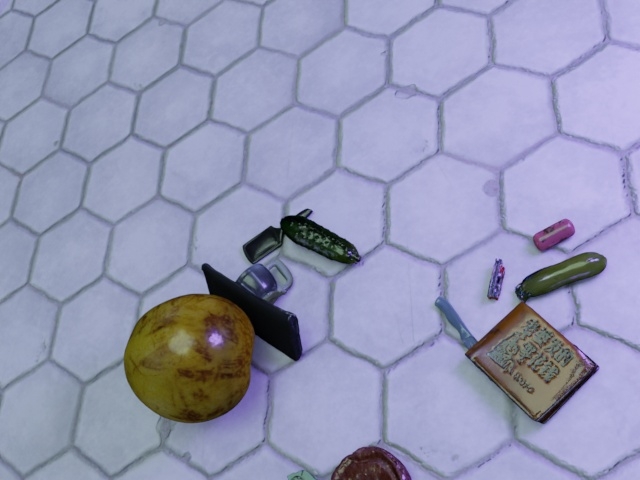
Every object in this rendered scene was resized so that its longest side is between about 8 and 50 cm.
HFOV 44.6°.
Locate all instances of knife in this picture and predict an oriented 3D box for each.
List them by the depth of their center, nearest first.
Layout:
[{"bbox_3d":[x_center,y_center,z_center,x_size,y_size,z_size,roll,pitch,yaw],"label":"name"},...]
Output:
[{"bbox_3d":[0.289,0.191,1.545,0.028,0.015,0.210,-33,56,-1],"label":"knife"}]

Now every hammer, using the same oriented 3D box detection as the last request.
[{"bbox_3d":[0.464,-0.012,1.552,0.083,0.043,0.043,-30,56,11],"label":"hammer"}]

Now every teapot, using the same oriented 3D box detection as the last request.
[{"bbox_3d":[-0.125,0.100,1.748,0.091,0.092,0.124,43,92,21],"label":"teapot"}]

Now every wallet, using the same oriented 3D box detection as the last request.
[{"bbox_3d":[0.392,0.222,1.452,0.161,0.042,0.195,-42,57,-4],"label":"wallet"},{"bbox_3d":[-0.152,0.155,1.702,0.285,0.146,0.030,28,51,33],"label":"wallet"}]

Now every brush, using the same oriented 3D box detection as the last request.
[{"bbox_3d":[-0.099,-0.018,1.838,0.193,0.016,0.063,-35,62,5],"label":"brush"}]

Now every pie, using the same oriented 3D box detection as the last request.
[{"bbox_3d":[0.092,0.479,1.465,0.182,0.049,0.182,-14,59,25],"label":"pie"}]

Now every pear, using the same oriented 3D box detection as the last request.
[{"bbox_3d":[-0.270,0.244,1.630,0.281,0.281,0.280,-11,60,20],"label":"pear"}]

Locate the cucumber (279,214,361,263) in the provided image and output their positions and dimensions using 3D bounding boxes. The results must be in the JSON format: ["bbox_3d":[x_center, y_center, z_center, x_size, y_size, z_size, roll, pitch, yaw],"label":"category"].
[{"bbox_3d":[0.000,0.000,1.755,0.227,0.069,0.069,27,78,28],"label":"cucumber"}]

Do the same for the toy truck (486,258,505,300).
[{"bbox_3d":[0.352,0.078,1.563,0.024,0.032,0.083,5,66,33],"label":"toy truck"}]

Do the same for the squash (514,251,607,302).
[{"bbox_3d":[0.462,0.067,1.507,0.183,0.052,0.052,-23,57,17],"label":"squash"}]

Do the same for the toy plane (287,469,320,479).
[{"bbox_3d":[-0.082,0.615,1.438,0.155,0.106,0.381,7,70,17],"label":"toy plane"}]
